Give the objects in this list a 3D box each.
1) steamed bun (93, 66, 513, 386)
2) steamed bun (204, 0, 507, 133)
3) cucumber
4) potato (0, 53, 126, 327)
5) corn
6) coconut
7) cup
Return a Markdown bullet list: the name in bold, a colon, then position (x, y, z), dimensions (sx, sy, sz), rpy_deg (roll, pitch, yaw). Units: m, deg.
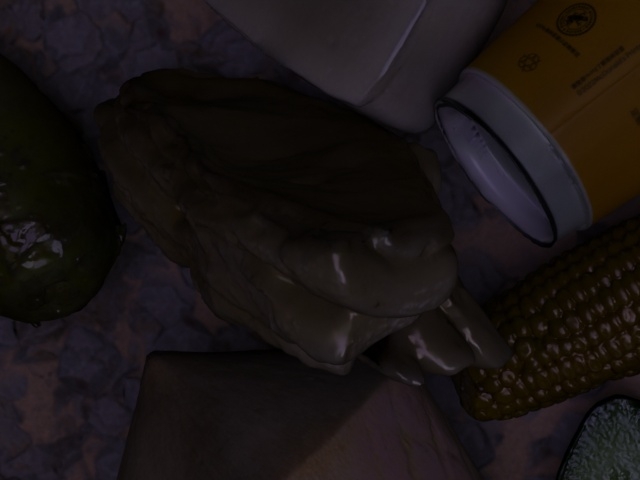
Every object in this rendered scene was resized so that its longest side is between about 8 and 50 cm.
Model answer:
- **steamed bun**: position (0.000, 0.000, 1.136), dimensions (0.247, 0.428, 0.189), rpy_deg (-12, 114, -25)
- **steamed bun**: position (0.023, -0.188, 1.163), dimensions (0.242, 0.164, 0.146), rpy_deg (39, 105, 26)
- **cucumber**: position (0.239, 0.240, 1.246), dimensions (0.115, 0.063, 0.243), rpy_deg (9, 101, 18)
- **potato**: position (-0.283, -0.059, 1.266), dimensions (0.176, 0.141, 0.298), rpy_deg (-43, 80, 10)
- **corn**: position (0.241, 0.042, 1.187), dimensions (0.322, 0.119, 0.119), rpy_deg (-29, 92, 14)
- **coconut**: position (-0.031, 0.211, 1.190), dimensions (0.329, 0.329, 0.328), rpy_deg (2, 99, 11)
- **cup**: position (0.227, -0.128, 1.094), dimensions (0.280, 0.196, 0.196), rpy_deg (-38, 90, -7)
